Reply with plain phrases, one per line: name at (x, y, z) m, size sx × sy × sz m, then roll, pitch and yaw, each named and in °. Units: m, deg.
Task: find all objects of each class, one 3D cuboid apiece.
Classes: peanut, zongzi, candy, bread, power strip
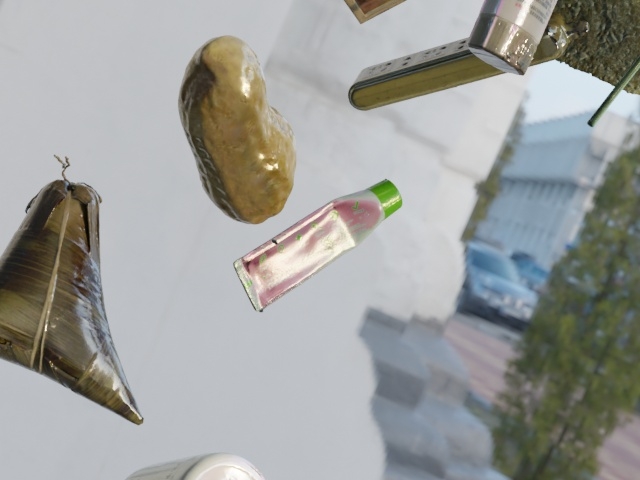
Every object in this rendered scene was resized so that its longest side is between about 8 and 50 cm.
peanut at (-0.091, -0.124, 1.488) m, size 0.120 × 0.236 × 0.110 m, roll -14°, pitch 37°, yaw -3°
zongzi at (-0.268, 0.062, 1.583) m, size 0.241 × 0.247 × 0.111 m, roll 29°, pitch -23°, yaw -7°
candy at (0.457, -0.283, 1.841) m, size 0.091 × 0.305 × 0.083 m, roll 39°, pitch -1°, yaw 9°
bread at (0.437, -0.351, 2.061) m, size 0.286 × 0.207 × 0.056 m, roll 22°, pitch 31°, yaw 9°
power strip at (0.226, -0.281, 2.071) m, size 0.387 × 0.066 × 0.092 m, roll -13°, pitch 21°, yaw 21°

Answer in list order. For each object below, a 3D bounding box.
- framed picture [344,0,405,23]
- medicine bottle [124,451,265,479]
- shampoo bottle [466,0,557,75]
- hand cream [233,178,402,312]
framed picture at (0.157, -0.436, 2.004) m, size 0.020 × 0.289 × 0.211 m, roll 67°, pitch 10°, yaw 19°
medicine bottle at (-0.207, 0.400, 1.918) m, size 0.170 × 0.170 × 0.293 m, roll 22°, pitch -26°, yaw -29°
shampoo bottle at (0.239, -0.302, 1.489) m, size 0.086 × 0.227 × 0.056 m, roll 23°, pitch -1°, yaw -41°
hand cream at (0.001, 0.000, 1.917) m, size 0.079 × 0.275 × 0.050 m, roll 55°, pitch -22°, yaw 5°
